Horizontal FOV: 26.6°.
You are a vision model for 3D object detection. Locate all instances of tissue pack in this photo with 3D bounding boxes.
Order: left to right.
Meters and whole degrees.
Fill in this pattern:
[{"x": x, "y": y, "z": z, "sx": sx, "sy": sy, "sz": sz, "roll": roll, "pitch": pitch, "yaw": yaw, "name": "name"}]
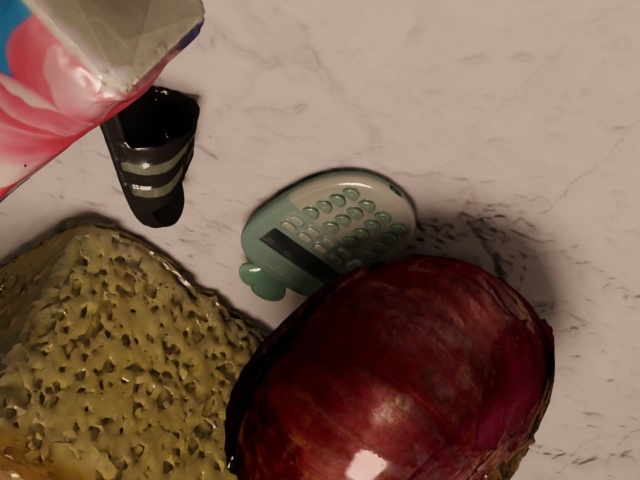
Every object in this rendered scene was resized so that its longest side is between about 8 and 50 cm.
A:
[{"x": -0.222, "y": -0.115, "z": 0.745, "sx": 0.269, "sy": 0.137, "sz": 0.209, "roll": -31, "pitch": 98, "yaw": 41, "name": "tissue pack"}]

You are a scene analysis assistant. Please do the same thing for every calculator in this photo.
[{"x": 0.000, "y": 0.000, "z": 0.944, "sx": 0.095, "sy": 0.021, "sz": 0.153, "roll": 36, "pitch": 135, "yaw": -24, "name": "calculator"}]

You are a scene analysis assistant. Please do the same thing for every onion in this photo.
[{"x": 0.045, "y": 0.117, "z": 0.920, "sx": 0.190, "sy": 0.246, "sz": 0.246, "roll": 48, "pitch": 147, "yaw": 24, "name": "onion"}]

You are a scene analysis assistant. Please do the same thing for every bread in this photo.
[{"x": -0.207, "y": 0.168, "z": 1.030, "sx": 0.279, "sy": 0.248, "sz": 0.315, "roll": 31, "pitch": 141, "yaw": -18, "name": "bread"}]

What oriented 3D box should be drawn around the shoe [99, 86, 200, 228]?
[{"x": -0.104, "y": -0.077, "z": 0.849, "sx": 0.049, "sy": 0.071, "sz": 0.179, "roll": -4, "pitch": 133, "yaw": 14, "name": "shoe"}]
